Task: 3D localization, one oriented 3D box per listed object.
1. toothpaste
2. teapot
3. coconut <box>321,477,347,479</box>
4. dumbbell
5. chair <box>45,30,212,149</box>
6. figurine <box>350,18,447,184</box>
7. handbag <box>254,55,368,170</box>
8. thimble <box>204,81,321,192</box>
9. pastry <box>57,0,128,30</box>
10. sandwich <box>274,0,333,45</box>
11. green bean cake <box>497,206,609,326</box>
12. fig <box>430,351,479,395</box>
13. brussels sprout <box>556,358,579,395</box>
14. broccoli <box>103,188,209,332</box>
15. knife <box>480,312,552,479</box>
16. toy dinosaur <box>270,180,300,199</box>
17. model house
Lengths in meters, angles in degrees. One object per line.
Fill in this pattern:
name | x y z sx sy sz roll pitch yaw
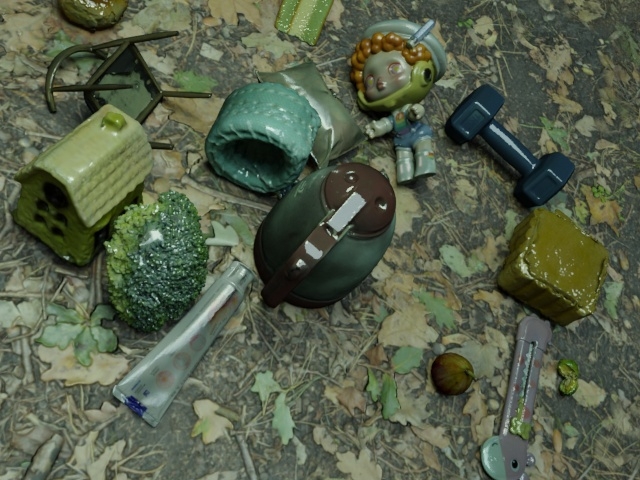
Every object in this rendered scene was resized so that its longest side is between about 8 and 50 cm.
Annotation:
toothpaste | -0.231 0.174 1.158 0.100 0.066 0.323 46 61 -16
teapot | 0.000 0.000 1.189 0.233 0.312 0.315 41 58 0
coconut | 0.038 0.472 1.113 0.124 0.110 0.110 9 65 -15
dumbbell | 0.468 -0.232 1.593 0.325 0.144 0.160 42 60 -1
chair | -0.381 -0.292 1.250 0.272 0.166 0.188 10 55 29
figurine | 0.189 -0.322 1.525 0.205 0.225 0.381 -1 92 -47
handbag | -0.012 -0.291 1.430 0.182 0.117 0.270 -30 83 -39
thimble | -0.108 -0.206 1.286 0.198 0.235 0.143 53 46 -44
pastry | -0.478 -0.516 1.342 0.153 0.081 0.153 11 60 -20
sandwich | -0.038 -0.594 1.609 0.117 0.144 0.187 23 25 -13
green bean cake | 0.548 0.062 1.506 0.230 0.131 0.224 34 57 -3
fig | 0.282 0.267 1.301 0.089 0.125 0.088 7 70 -20
brussels sprout | 0.563 0.312 1.456 0.051 0.046 0.083 12 74 -23
broccoli | -0.288 0.040 1.133 0.198 0.226 0.176 -5 49 -50
knife | 0.439 0.331 1.393 0.132 0.038 0.398 29 59 -12
toy dinosaur | -0.065 -0.103 1.368 0.083 0.030 0.047 3 68 -21
model house | -0.407 -0.113 1.093 0.175 0.234 0.193 33 51 5
